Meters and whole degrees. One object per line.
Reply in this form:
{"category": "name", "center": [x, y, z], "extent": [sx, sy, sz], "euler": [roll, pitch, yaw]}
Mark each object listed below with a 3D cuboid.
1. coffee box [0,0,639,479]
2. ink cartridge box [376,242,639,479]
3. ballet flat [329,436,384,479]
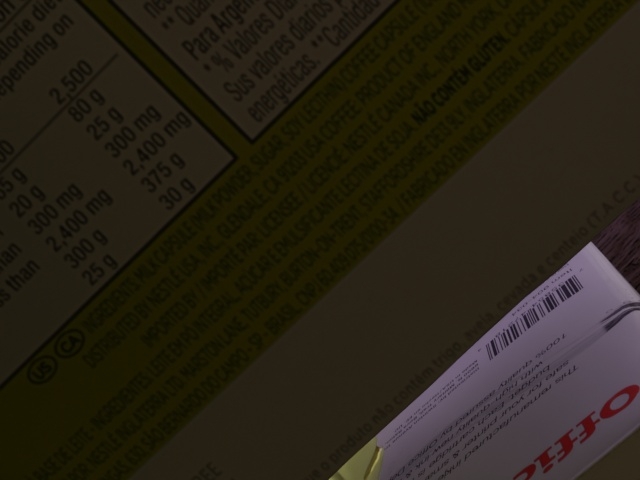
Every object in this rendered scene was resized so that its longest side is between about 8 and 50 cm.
{"category": "coffee box", "center": [-0.061, -0.129, 0.476], "extent": [0.334, 0.338, 0.337], "euler": [44, 10, -10]}
{"category": "ink cartridge box", "center": [0.105, 0.123, 0.582], "extent": [0.115, 0.198, 0.273], "euler": [47, 10, -7]}
{"category": "ballet flat", "center": [-0.008, 0.099, 0.557], "extent": [0.077, 0.077, 0.231], "euler": [49, 10, -9]}
